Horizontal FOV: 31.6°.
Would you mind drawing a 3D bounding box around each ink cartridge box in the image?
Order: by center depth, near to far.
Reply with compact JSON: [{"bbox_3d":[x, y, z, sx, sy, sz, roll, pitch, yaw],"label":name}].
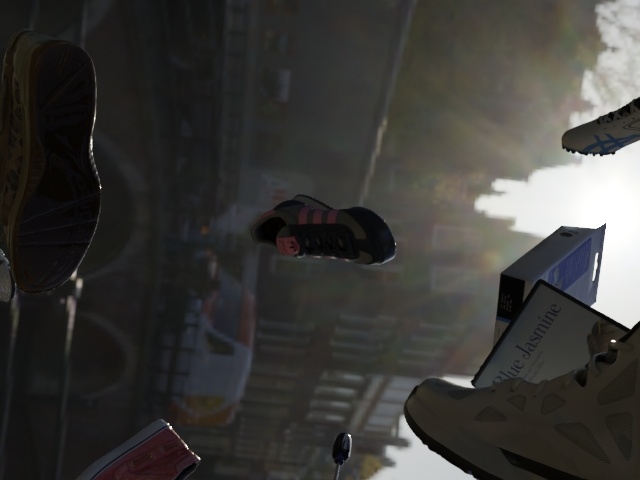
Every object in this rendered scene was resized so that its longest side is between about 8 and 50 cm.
[{"bbox_3d":[0.389,0.082,1.908,0.333,0.065,0.165,-26,125,-51],"label":"ink cartridge box"}]

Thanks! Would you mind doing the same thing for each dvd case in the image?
[{"bbox_3d":[0.356,0.185,1.526,0.180,0.253,0.022,-56,155,-7],"label":"dvd case"}]

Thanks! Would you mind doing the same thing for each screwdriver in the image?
[{"bbox_3d":[0.022,0.267,1.334,0.025,0.024,0.170,-57,-177,12],"label":"screwdriver"}]

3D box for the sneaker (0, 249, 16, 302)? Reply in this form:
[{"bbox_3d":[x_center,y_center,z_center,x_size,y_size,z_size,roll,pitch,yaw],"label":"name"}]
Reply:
[{"bbox_3d":[-0.514,0.006,1.582,0.234,0.106,0.078,50,-44,36],"label":"sneaker"}]

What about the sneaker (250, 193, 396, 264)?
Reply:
[{"bbox_3d":[0.000,0.000,2.019,0.319,0.131,0.112,12,-57,53],"label":"sneaker"}]

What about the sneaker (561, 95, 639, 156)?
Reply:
[{"bbox_3d":[0.501,-0.195,1.816,0.085,0.237,0.086,-86,159,-60],"label":"sneaker"}]

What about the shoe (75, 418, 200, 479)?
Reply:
[{"bbox_3d":[-0.239,0.307,1.444,0.178,0.081,0.063,-35,155,-35],"label":"shoe"}]

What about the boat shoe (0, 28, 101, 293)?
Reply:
[{"bbox_3d":[-0.300,-0.083,1.220,0.089,0.105,0.285,28,-64,40],"label":"boat shoe"}]

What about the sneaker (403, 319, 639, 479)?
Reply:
[{"bbox_3d":[0.302,0.187,1.292,0.447,0.169,0.257,23,-91,49],"label":"sneaker"}]
